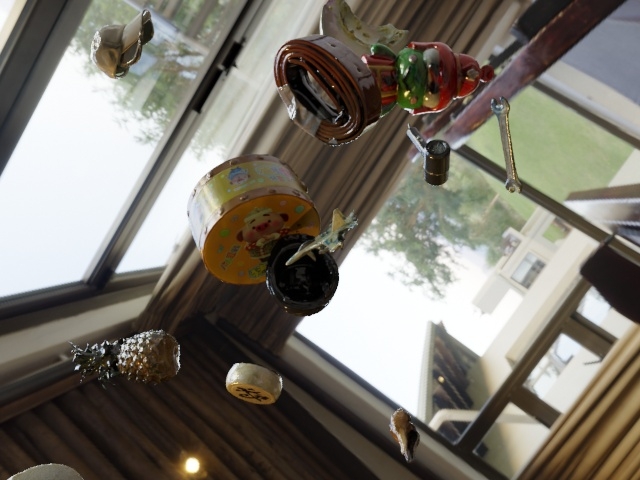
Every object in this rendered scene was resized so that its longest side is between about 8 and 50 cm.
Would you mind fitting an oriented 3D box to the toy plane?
[{"bbox_3d":[0.008,0.007,1.546,0.088,0.262,0.192,39,-158,-18],"label":"toy plane"}]

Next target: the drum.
[{"bbox_3d":[-0.225,-0.061,1.754,0.431,0.431,0.214,24,-154,-46],"label":"drum"}]

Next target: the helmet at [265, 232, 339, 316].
[{"bbox_3d":[-0.061,0.129,1.688,0.230,0.160,0.279,-7,-126,-8],"label":"helmet"}]

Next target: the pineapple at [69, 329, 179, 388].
[{"bbox_3d":[-0.421,0.257,1.111,0.251,0.125,0.125,-7,175,20],"label":"pineapple"}]

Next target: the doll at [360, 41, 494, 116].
[{"bbox_3d":[0.268,-0.421,1.356,0.363,0.183,0.160,-3,-166,2],"label":"doll"}]

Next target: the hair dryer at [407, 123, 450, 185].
[{"bbox_3d":[0.298,-0.269,1.485,0.124,0.071,0.219,76,172,-52],"label":"hair dryer"}]

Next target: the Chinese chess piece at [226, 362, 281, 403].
[{"bbox_3d":[-0.304,0.657,2.390,0.257,0.257,0.104,30,-128,-18],"label":"Chinese chess piece"}]

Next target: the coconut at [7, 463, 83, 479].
[{"bbox_3d":[-0.612,0.602,1.127,0.241,0.241,0.241,32,-171,-6],"label":"coconut"}]

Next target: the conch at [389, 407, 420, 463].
[{"bbox_3d":[0.271,0.628,1.681,0.086,0.080,0.233,4,-146,-14],"label":"conch"}]

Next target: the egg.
[{"bbox_3d":[0.110,-0.582,1.570,0.271,0.206,0.162,16,177,-9],"label":"egg"}]

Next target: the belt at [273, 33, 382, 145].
[{"bbox_3d":[0.011,-0.334,1.158,0.261,0.184,0.105,50,-140,0],"label":"belt"}]

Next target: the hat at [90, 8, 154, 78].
[{"bbox_3d":[-0.696,-0.702,1.838,0.161,0.275,0.232,36,-149,-33],"label":"hat"}]

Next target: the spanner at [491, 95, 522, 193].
[{"bbox_3d":[0.532,-0.265,1.478,0.071,0.017,0.302,33,147,59],"label":"spanner"}]
